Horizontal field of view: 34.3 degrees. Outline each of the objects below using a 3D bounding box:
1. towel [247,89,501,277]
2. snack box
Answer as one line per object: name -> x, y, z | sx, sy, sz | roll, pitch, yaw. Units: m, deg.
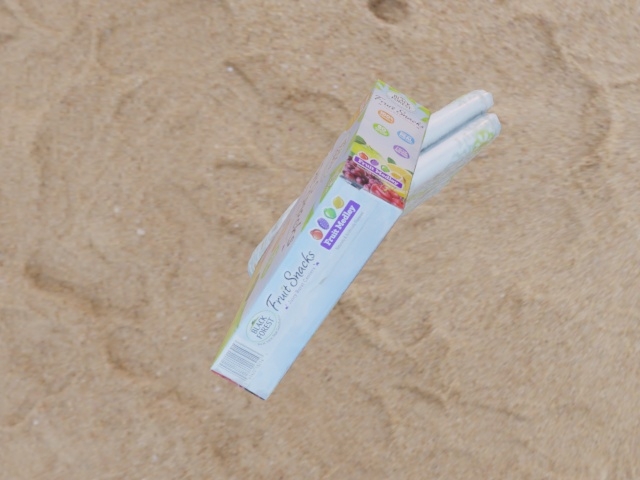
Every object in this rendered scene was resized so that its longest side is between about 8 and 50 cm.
towel -> 0.071, -0.068, 1.529 | 0.374, 0.320, 0.090 | -33, 83, -17
snack box -> 0.000, 0.000, 0.523 | 0.037, 0.100, 0.141 | 30, 125, -8
